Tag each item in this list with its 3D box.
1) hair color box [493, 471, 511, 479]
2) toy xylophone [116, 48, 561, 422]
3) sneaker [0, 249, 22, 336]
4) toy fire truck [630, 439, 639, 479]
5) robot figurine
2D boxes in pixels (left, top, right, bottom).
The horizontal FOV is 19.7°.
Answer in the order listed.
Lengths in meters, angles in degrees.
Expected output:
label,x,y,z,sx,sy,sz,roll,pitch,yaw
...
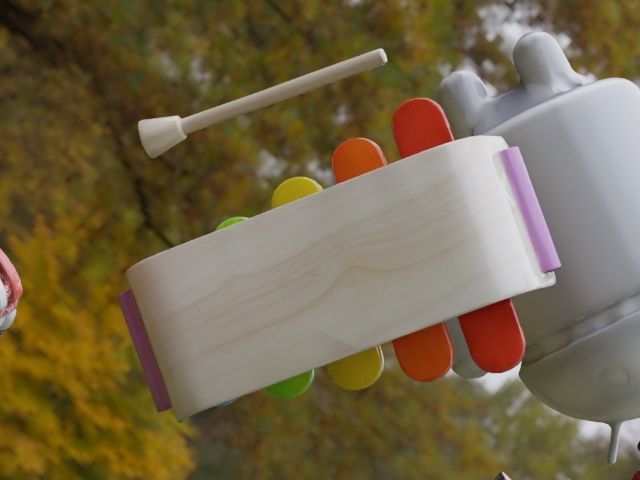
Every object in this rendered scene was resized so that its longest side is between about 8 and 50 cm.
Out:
label,x,y,z,sx,sy,sz,roll,pitch,yaw
hair color box,0.190,0.279,1.635,0.141,0.072,0.043,41,6,-8
toy xylophone,0.000,0.000,1.310,0.081,0.322,0.236,13,65,-79
sneaker,-0.252,0.030,1.213,0.090,0.145,0.270,45,-41,2
toy fire truck,0.434,0.318,2.113,0.158,0.217,0.246,48,-48,26
robot figurine,0.224,0.002,1.561,0.353,0.300,0.200,65,12,7
